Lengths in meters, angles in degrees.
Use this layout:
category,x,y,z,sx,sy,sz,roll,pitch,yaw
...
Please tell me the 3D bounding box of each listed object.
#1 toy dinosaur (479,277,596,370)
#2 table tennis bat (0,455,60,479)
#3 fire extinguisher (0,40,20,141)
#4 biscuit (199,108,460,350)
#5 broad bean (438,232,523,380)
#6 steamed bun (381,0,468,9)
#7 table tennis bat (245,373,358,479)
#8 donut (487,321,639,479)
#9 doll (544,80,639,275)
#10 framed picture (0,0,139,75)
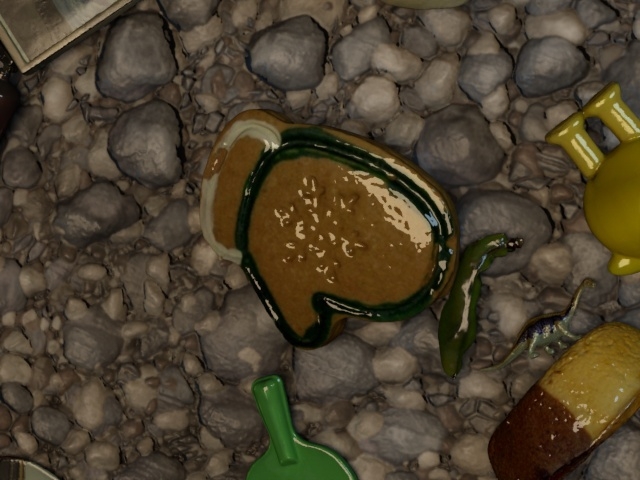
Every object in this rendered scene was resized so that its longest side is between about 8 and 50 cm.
category,x,y,z,sx,sy,sz,roll,pitch,yaw
toy dinosaur,0.272,0.120,1.830,0.180,0.037,0.058,-37,61,9
table tennis bat,-0.445,0.355,2.059,0.301,0.022,0.173,36,103,7
fire extinguisher,-0.464,-0.141,1.989,0.089,0.072,0.268,32,103,18
biscuit,-0.001,0.000,1.857,0.343,0.057,0.287,24,111,17
broad bean,0.180,0.073,1.845,0.061,0.046,0.195,28,100,14
steamed bun,0.081,-0.459,1.717,0.339,0.247,0.352,26,106,13
table tennis bat,-0.034,0.295,1.932,0.160,0.039,0.257,-15,96,17
donut,0.289,0.209,1.780,0.112,0.151,0.295,45,105,18
doll,0.417,-0.017,1.724,0.199,0.145,0.363,-40,91,10
framed picture,-0.325,-0.356,1.942,0.260,0.023,0.189,-33,85,8
